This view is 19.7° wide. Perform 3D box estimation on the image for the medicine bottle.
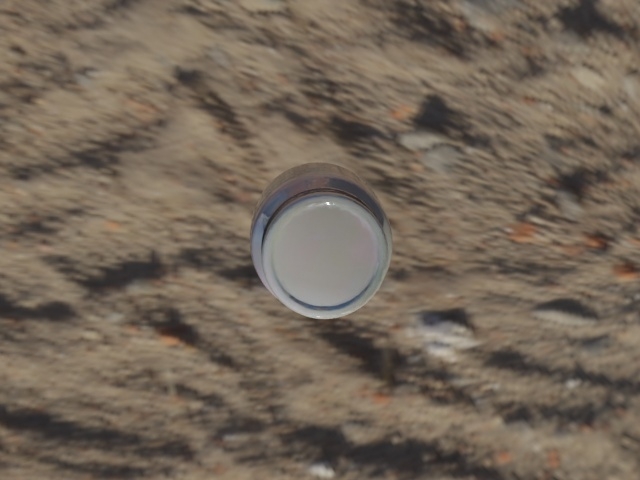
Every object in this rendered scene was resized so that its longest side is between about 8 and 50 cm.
[{"bbox_3d":[0.000,0.000,0.677,0.052,0.089,0.052,0,97,-2],"label":"medicine bottle"}]
